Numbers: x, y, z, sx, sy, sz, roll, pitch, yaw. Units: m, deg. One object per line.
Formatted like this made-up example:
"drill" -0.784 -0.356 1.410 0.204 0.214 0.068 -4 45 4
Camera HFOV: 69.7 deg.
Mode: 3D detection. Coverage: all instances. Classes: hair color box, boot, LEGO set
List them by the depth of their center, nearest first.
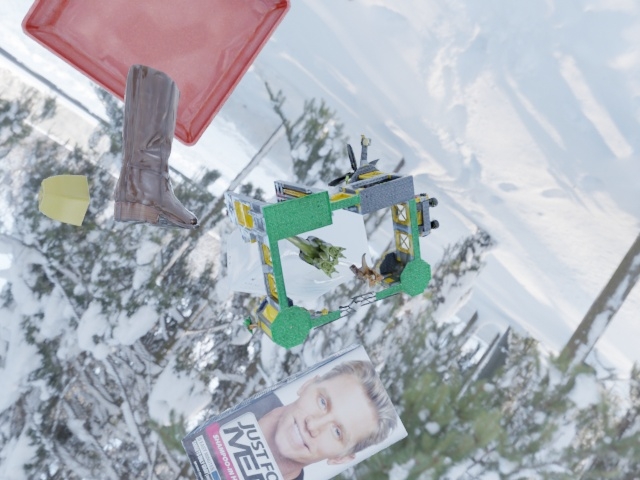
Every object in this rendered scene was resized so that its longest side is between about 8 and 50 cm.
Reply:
"boot" -0.117 -0.067 0.352 0.037 0.114 0.106 3 177 6
"LEGO set" 0.000 0.000 0.722 0.192 0.331 0.255 23 134 59
"hair color box" -0.044 0.338 0.816 0.174 0.347 0.105 63 172 8

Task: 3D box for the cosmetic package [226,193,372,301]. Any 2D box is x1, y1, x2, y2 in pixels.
"cosmetic package" -0.051 0.024 0.999 0.224 0.224 0.138 14 -126 -36

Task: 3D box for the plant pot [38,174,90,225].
"plant pot" -0.549 -0.090 0.978 0.083 0.081 0.081 6 -136 -40

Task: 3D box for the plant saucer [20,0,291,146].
"plant saucer" -0.217 -0.310 0.638 0.259 0.258 0.048 35 -173 -22
